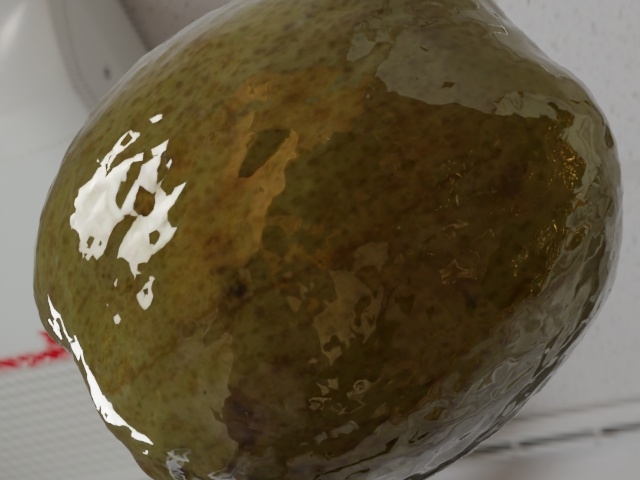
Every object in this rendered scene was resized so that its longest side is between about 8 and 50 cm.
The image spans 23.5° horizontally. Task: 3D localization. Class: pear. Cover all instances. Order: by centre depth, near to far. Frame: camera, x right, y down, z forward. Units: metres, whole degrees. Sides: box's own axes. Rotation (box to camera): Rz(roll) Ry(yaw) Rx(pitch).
[{"bbox_3d":[0.000,0.000,0.583,0.211,0.228,0.188,-31,-88,0],"label":"pear"}]
